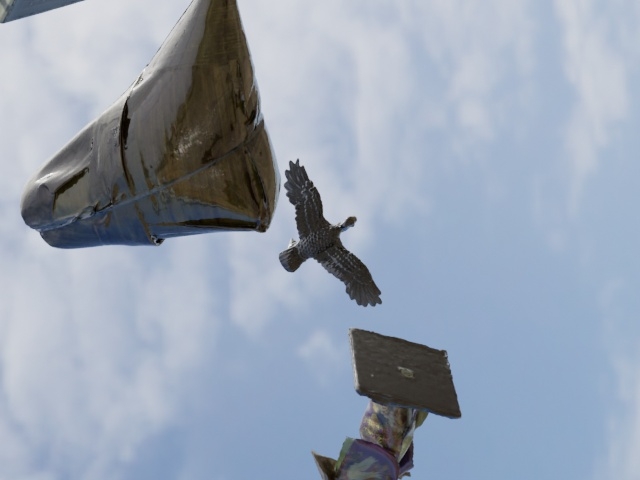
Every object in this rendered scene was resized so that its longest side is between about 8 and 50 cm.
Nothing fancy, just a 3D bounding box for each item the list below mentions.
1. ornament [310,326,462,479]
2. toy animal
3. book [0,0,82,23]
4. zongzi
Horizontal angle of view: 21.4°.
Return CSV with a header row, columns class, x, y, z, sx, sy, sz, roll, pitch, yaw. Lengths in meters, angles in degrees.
class,x,y,z,sx,sy,sz,roll,pitch,yaw
ornament,0.029,0.175,1.241,0.081,0.088,0.203,-102,32,-66
toy animal,0.000,0.000,2.191,0.220,0.108,0.062,61,-158,-2
book,-0.218,-0.339,1.743,0.025,0.269,0.191,49,-140,13
zongzi,-0.157,-0.108,1.409,0.112,0.221,0.242,-93,-7,-63
